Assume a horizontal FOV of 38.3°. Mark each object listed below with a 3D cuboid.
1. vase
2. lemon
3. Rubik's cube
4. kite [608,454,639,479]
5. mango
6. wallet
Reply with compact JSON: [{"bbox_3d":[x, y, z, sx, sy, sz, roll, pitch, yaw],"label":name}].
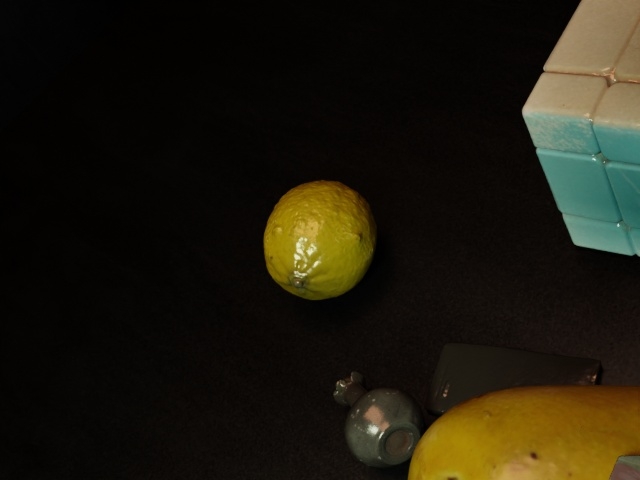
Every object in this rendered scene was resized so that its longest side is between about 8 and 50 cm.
[{"bbox_3d":[0.076,0.256,1.370,0.120,0.120,0.183,-41,30,-5],"label":"vase"},{"bbox_3d":[0.000,0.000,1.567,0.192,0.192,0.231,-8,40,27],"label":"lemon"},{"bbox_3d":[0.518,-0.176,1.298,0.315,0.322,0.319,14,61,37],"label":"Rubik's cube"},{"bbox_3d":[0.345,0.377,0.844,0.204,0.022,0.361,15,69,-3],"label":"kite"},{"bbox_3d":[0.317,0.275,1.046,0.445,0.300,0.232,-4,73,-10],"label":"mango"},{"bbox_3d":[0.275,0.210,1.337,0.244,0.025,0.124,3,56,35],"label":"wallet"}]
